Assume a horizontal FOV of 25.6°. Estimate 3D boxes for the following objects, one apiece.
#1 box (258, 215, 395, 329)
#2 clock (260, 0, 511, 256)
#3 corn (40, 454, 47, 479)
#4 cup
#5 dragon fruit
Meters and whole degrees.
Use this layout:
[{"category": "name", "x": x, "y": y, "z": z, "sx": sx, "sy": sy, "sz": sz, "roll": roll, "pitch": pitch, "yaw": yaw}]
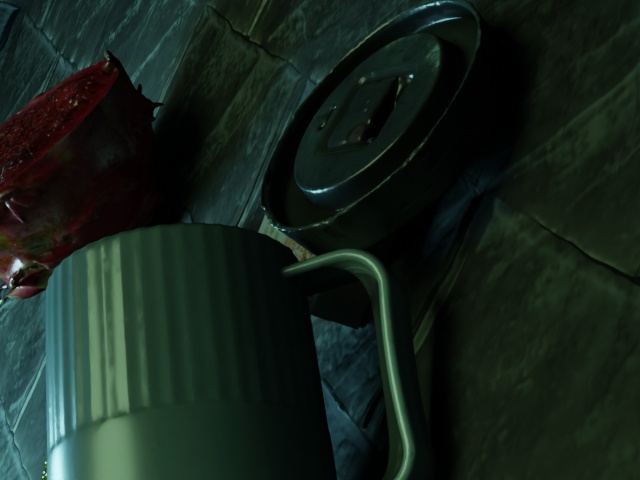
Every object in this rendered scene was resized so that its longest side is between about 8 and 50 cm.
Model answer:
[{"category": "box", "x": 0.000, "y": 0.000, "z": 1.443, "sx": 0.201, "sy": 0.058, "sz": 0.141, "roll": 28, "pitch": 96, "yaw": 64}, {"category": "clock", "x": 0.058, "y": -0.105, "z": 1.318, "sx": 0.280, "sy": 0.055, "sz": 0.280, "roll": -38, "pitch": 28, "yaw": 24}, {"category": "corn", "x": -0.318, "y": 0.379, "z": 1.755, "sx": 0.097, "sy": 0.097, "sz": 0.320, "roll": -47, "pitch": 32, "yaw": 38}, {"category": "cup", "x": -0.097, "y": 0.155, "z": 1.225, "sx": 0.331, "sy": 0.257, "sz": 0.311, "roll": -34, "pitch": 54, "yaw": 42}, {"category": "dragon fruit", "x": -0.361, "y": -0.072, "z": 1.976, "sx": 0.371, "sy": 0.249, "sz": 0.386, "roll": -33, "pitch": 22, "yaw": 10}]
